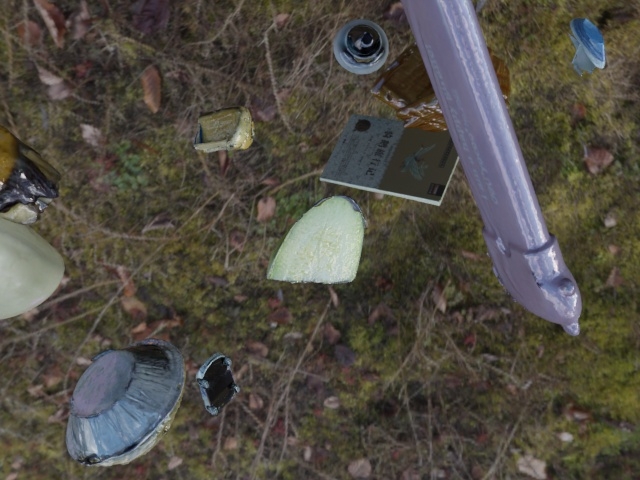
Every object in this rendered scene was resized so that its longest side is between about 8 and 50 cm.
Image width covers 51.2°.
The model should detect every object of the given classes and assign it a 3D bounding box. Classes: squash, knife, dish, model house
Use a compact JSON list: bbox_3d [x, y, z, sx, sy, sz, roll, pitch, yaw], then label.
[{"bbox_3d":[0.000,0.000,1.672,0.237,0.155,0.203,3,79,-20],"label":"squash"},{"bbox_3d":[0.107,-0.103,0.469,0.038,0.132,0.398,-28,113,-7],"label":"knife"},{"bbox_3d":[0.105,-0.487,1.633,0.141,0.078,0.141,1,84,-6],"label":"dish"},{"bbox_3d":[0.259,-0.296,1.324,0.199,0.229,0.219,27,109,-36],"label":"model house"}]

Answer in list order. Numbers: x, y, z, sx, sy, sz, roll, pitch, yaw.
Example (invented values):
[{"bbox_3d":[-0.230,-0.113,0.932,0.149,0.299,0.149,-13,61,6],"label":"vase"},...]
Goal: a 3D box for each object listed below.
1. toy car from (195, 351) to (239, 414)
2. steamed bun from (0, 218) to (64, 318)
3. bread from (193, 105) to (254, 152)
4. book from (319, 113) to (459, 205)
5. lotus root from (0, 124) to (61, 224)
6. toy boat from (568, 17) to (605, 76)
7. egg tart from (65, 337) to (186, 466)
[{"bbox_3d":[-0.262,0.355,1.670,0.056,0.095,0.204,25,142,31],"label":"toy car"},{"bbox_3d":[-0.532,0.018,1.019,0.200,0.170,0.225,32,163,32],"label":"steamed bun"},{"bbox_3d":[-0.154,-0.179,1.082,0.106,0.053,0.072,0,77,37],"label":"bread"},{"bbox_3d":[0.176,-0.203,1.613,0.311,0.216,0.021,14,152,25],"label":"book"},{"bbox_3d":[-0.281,-0.084,0.398,0.183,0.310,0.182,-5,74,19],"label":"lotus root"},{"bbox_3d":[0.499,-0.348,1.257,0.034,0.105,0.149,-24,143,-1],"label":"toy boat"},{"bbox_3d":[-0.327,0.251,1.086,0.234,0.234,0.094,-19,129,19],"label":"egg tart"}]
